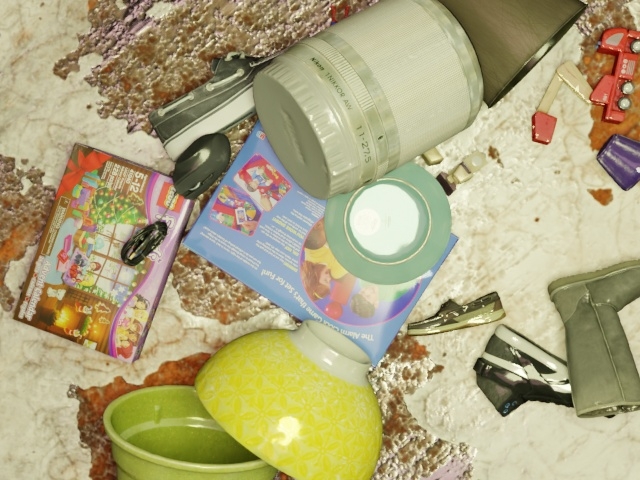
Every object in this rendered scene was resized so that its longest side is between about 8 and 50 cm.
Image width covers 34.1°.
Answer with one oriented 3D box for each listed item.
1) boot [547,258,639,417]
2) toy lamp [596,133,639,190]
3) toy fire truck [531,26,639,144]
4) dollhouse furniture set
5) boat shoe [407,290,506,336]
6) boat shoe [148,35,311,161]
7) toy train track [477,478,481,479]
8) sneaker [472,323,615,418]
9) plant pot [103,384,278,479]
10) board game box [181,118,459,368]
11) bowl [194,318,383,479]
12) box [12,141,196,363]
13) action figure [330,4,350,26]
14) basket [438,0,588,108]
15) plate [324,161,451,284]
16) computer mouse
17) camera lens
[{"bbox_3d":[0.433,0.142,1.506,0.190,0.076,0.208,-17,55,7],"label":"boot"},{"bbox_3d":[0.532,-0.061,1.541,0.275,0.080,0.080,37,93,2],"label":"toy lamp"},{"bbox_3d":[0.397,-0.230,1.562,0.135,0.047,0.192,12,91,5],"label":"toy fire truck"},{"bbox_3d":[0.199,-0.142,1.569,0.081,0.091,0.114,-36,85,-11],"label":"dollhouse furniture set"},{"bbox_3d":[0.202,0.112,1.583,0.152,0.056,0.049,-12,85,-5],"label":"boat shoe"},{"bbox_3d":[-0.124,-0.238,1.579,0.301,0.108,0.102,-32,89,12],"label":"boat shoe"},{"bbox_3d":[0.231,0.408,1.602,0.048,0.014,0.083,21,93,4],"label":"toy train track"},{"bbox_3d":[0.330,0.230,1.567,0.217,0.079,0.121,33,100,8],"label":"sneaker"},{"bbox_3d":[-0.190,0.382,1.531,0.276,0.276,0.253,9,104,4],"label":"plant pot"},{"bbox_3d":[0.000,0.000,1.581,0.347,0.078,0.233,33,93,3],"label":"board game box"},{"bbox_3d":[-0.015,0.207,1.475,0.289,0.289,0.156,33,98,3],"label":"bowl"},{"bbox_3d":[-0.330,0.019,1.617,0.201,0.057,0.293,20,92,3],"label":"box"},{"bbox_3d":[0.027,-0.302,1.600,0.038,0.030,0.115,2,93,-1],"label":"action figure"},{"bbox_3d":[0.237,-0.344,1.525,0.204,0.154,0.227,-45,84,4],"label":"basket"},{"bbox_3d":[0.098,-0.028,1.522,0.188,0.024,0.188,0,91,4],"label":"plate"},{"bbox_3d":[-0.210,-0.056,1.544,0.041,0.071,0.242,38,94,32],"label":"computer mouse"},{"bbox_3d":[0.072,-0.206,1.461,0.274,0.219,0.219,-30,88,-17],"label":"camera lens"}]
